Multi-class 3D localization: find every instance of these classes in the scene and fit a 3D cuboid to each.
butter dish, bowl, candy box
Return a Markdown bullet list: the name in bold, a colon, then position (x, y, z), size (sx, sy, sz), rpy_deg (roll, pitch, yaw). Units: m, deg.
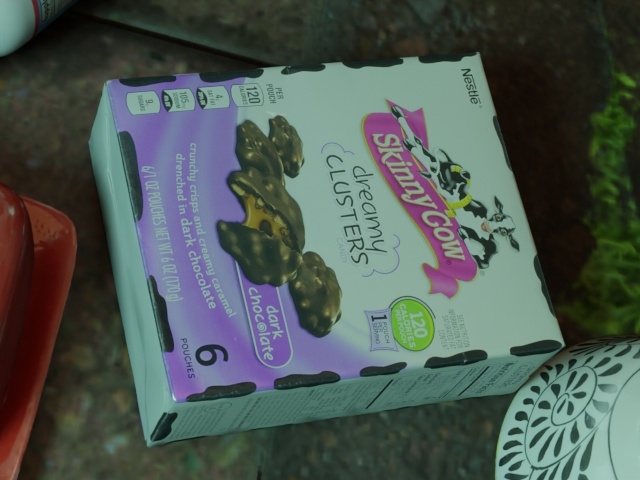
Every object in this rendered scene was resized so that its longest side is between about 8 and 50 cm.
- **butter dish**: position (-0.189, 0.018, 0.727), size (0.160, 0.118, 0.160), rpy_deg (16, 62, -9)
- **bowl**: position (0.177, 0.112, 0.819), size (0.170, 0.080, 0.170), rpy_deg (6, 65, -13)
- **candy box**: position (0.000, 0.000, 0.821), size (0.196, 0.070, 0.165), rpy_deg (-7, 68, -19)

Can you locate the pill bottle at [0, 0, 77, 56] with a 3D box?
- **pill bottle**: position (-0.154, -0.147, 0.832), size (0.087, 0.087, 0.160), rpy_deg (42, 62, 5)
